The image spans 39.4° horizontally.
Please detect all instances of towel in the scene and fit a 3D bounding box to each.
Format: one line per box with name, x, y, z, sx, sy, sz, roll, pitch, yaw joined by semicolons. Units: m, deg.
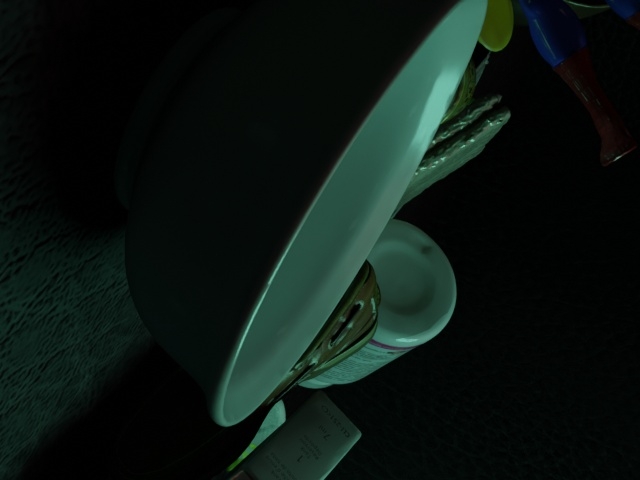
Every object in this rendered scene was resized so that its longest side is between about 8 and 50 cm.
towel;0.104;-0.081;1.122;0.282;0.049;0.187;-34;173;-6

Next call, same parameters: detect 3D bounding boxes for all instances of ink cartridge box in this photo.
ink cartridge box;-0.123;0.289;0.825;0.296;0.066;0.261;-48;171;37

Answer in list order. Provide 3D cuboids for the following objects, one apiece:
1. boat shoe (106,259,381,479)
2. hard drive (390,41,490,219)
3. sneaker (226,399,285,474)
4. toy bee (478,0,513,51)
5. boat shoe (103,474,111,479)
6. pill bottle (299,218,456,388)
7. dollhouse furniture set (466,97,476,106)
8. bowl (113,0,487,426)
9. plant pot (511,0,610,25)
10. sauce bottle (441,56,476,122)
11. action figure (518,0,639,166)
boat shoe;-0.074;0.113;0.828;0.307;0.111;0.104;-39;156;-20
hard drive;0.152;-0.160;1.399;0.339;0.064;0.237;-49;167;-51
sneaker;-0.105;0.299;1.485;0.126;0.091;0.240;-77;-173;-49
toy bee;0.099;-0.233;0.566;0.162;0.195;0.298;-25;177;-19
boat shoe;-0.163;0.182;0.878;0.153;0.048;0.056;-49;179;-18
pill bottle;0.040;0.096;1.164;0.160;0.160;0.283;-54;-175;-32
dollhouse furniture set;0.200;-0.139;1.333;0.151;0.059;0.076;-59;171;0
bowl;-0.029;-0.049;0.544;0.298;0.134;0.298;-56;171;-14
plant pot;0.302;-0.371;1.171;0.215;0.215;0.230;-58;-175;-9
sauce bottle;0.114;-0.180;0.976;0.111;0.111;0.344;-62;173;17
action figure;0.093;-0.174;0.421;0.091;0.280;0.139;-34;175;15
